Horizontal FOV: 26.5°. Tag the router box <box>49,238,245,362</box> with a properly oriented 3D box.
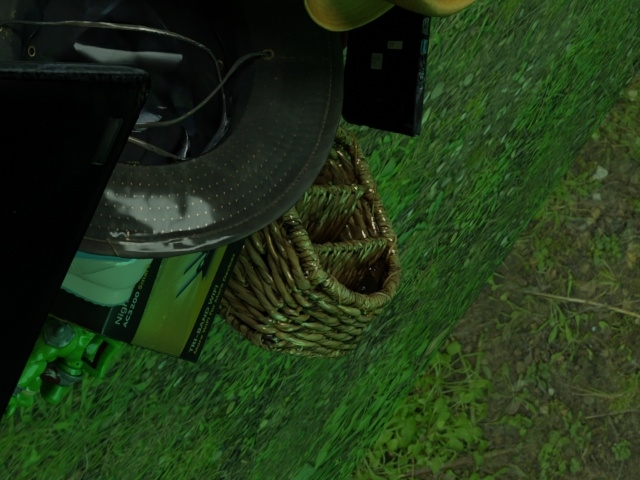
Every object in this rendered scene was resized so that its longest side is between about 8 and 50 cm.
[{"bbox_3d":[-0.140,-0.047,1.332,0.308,0.081,0.243,-69,161,-4],"label":"router box"}]

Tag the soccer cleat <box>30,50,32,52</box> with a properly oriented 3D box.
[{"bbox_3d":[-0.262,-0.124,1.022,0.289,0.093,0.121,-32,150,-45],"label":"soccer cleat"}]

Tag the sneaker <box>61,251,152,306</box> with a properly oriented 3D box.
[{"bbox_3d":[-0.241,-0.026,1.120,0.229,0.087,0.092,20,119,-28],"label":"sneaker"}]

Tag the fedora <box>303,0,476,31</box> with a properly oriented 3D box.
[{"bbox_3d":[0.071,-0.194,0.847,0.194,0.079,0.194,-45,160,-22],"label":"fedora"}]

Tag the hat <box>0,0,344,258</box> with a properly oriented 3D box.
[{"bbox_3d":[-0.138,-0.122,1.007,0.331,0.331,0.134,-45,173,-23],"label":"hat"}]

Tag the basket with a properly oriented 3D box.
[{"bbox_3d":[0.000,0.000,1.648,0.223,0.213,0.299,-57,161,13],"label":"basket"}]

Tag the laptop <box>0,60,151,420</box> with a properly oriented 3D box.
[{"bbox_3d":[-0.367,0.012,0.723,0.408,0.236,0.382,-8,132,-54],"label":"laptop"}]

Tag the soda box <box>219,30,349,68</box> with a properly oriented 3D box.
[{"bbox_3d":[-0.072,-0.149,1.178,0.263,0.092,0.083,-49,129,-25],"label":"soda box"}]

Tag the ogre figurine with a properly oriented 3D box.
[{"bbox_3d":[-0.270,0.119,1.419,0.118,0.097,0.197,-46,152,16],"label":"ogre figurine"}]

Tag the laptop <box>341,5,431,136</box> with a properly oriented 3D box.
[{"bbox_3d":[0.115,-0.216,1.091,0.234,0.137,0.264,-147,-119,-77],"label":"laptop"}]
